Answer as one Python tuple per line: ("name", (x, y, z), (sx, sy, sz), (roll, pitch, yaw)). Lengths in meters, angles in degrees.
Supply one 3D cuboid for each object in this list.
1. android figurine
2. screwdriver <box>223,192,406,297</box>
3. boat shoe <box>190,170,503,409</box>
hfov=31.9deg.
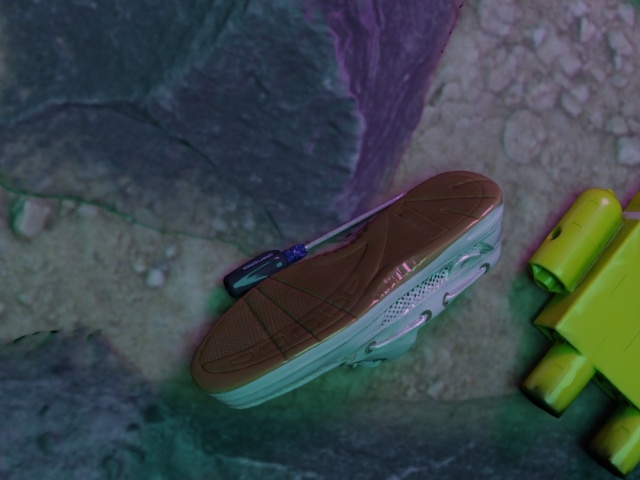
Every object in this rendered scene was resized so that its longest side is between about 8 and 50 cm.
("android figurine", (0.294, 0.060, 0.954), (0.248, 0.056, 0.273), (41, 80, -13))
("screwdriver", (0.000, 0.000, 0.881), (0.170, 0.025, 0.024), (-27, 98, -14))
("boat shoe", (0.034, 0.056, 0.855), (0.277, 0.098, 0.096), (-31, 129, -14))
